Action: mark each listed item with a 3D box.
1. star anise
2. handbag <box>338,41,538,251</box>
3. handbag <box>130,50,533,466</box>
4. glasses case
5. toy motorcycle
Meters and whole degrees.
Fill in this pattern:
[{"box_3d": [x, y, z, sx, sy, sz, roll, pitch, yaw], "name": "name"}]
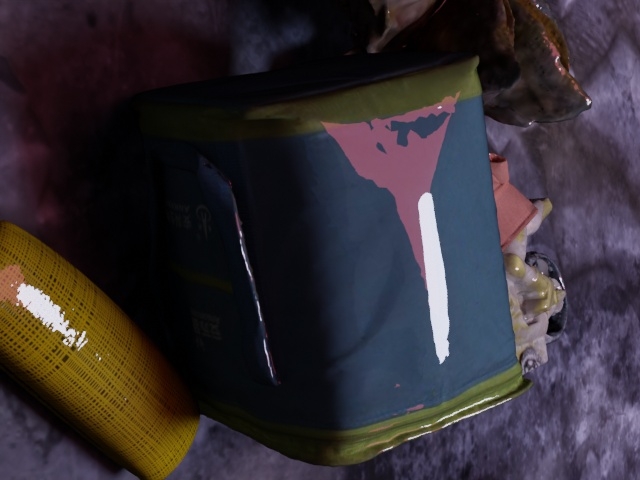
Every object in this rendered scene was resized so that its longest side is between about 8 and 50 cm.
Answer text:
[{"box_3d": [0.080, -0.198, 1.084, 0.331, 0.117, 0.332, 36, 22, -17], "name": "star anise"}, {"box_3d": [0.080, -0.071, 1.132, 0.212, 0.059, 0.157, 50, 40, 1], "name": "handbag"}, {"box_3d": [0.000, 0.000, 0.928, 0.222, 0.263, 0.241, -16, 102, -31], "name": "handbag"}, {"box_3d": [-0.155, 0.075, 0.871, 0.234, 0.064, 0.079, 51, 56, -41], "name": "glasses case"}, {"box_3d": [0.137, 0.032, 1.247, 0.340, 0.107, 0.223, -19, 95, -54], "name": "toy motorcycle"}]
